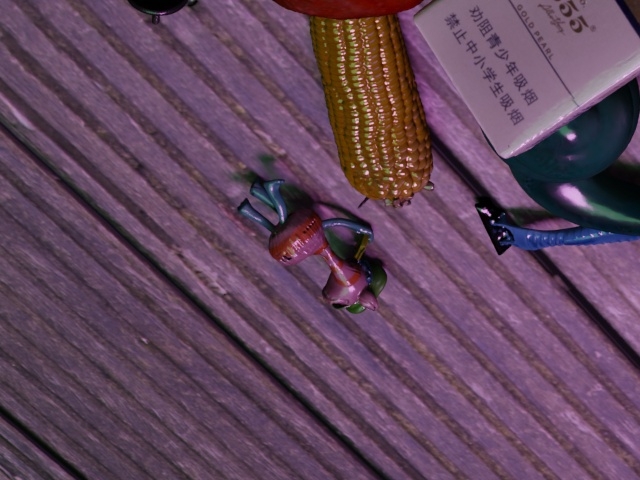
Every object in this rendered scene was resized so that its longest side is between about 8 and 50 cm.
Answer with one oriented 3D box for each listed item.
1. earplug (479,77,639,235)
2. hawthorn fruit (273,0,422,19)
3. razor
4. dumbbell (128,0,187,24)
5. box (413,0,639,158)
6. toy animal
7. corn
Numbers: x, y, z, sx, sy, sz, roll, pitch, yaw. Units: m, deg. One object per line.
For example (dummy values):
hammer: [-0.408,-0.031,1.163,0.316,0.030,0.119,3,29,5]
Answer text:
earplug: [0.256,-0.096,1.893,0.164,0.280,0.257,-20,92,8]
hawthorn fruit: [0.046,-0.295,1.737,0.266,0.210,0.230,30,140,-28]
razor: [0.296,-0.012,2.071,0.253,0.042,0.082,-3,134,28]
dumbbell: [-0.170,-0.280,1.963,0.069,0.069,0.147,18,141,7]
box: [0.228,-0.209,1.687,0.259,0.071,0.168,-34,85,30]
toy animal: [0.000,0.000,2.209,0.208,0.100,0.103,42,99,-18]
corn: [0.048,-0.166,1.964,0.106,0.106,0.305,3,135,23]
